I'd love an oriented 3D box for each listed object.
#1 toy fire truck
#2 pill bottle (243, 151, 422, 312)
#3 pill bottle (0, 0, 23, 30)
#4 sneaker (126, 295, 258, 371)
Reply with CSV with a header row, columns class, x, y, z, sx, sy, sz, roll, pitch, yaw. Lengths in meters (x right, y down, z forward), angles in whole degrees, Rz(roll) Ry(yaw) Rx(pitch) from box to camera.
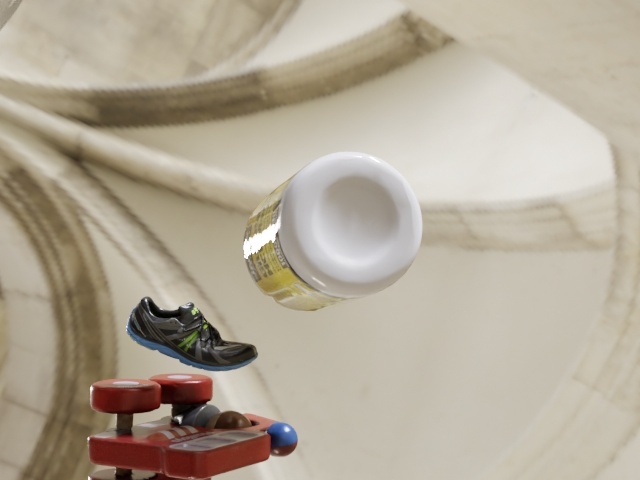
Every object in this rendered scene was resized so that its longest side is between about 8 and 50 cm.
class,x,y,z,sx,sy,sz,roll,pitch,yaw
toy fire truck,-0.175,0.287,1.934,0.254,0.302,0.169,3,-88,33
pill bottle,0.000,0.000,1.851,0.334,0.188,0.187,150,-38,-72
pill bottle,-0.394,-0.287,1.093,0.176,0.318,0.176,-45,176,-4
sneaker,-0.176,0.129,1.887,0.067,0.188,0.078,-41,150,-77
